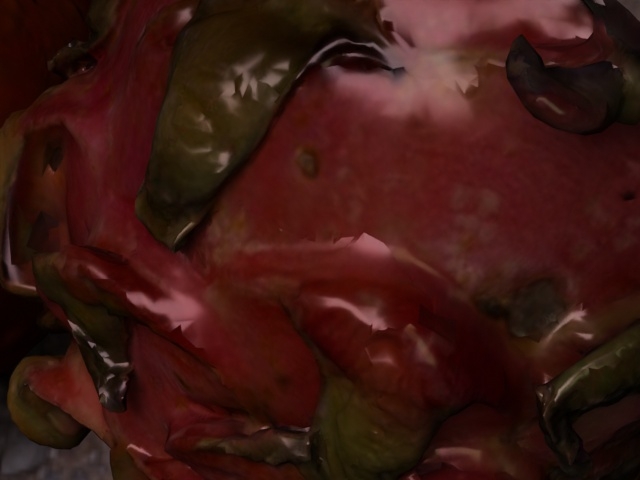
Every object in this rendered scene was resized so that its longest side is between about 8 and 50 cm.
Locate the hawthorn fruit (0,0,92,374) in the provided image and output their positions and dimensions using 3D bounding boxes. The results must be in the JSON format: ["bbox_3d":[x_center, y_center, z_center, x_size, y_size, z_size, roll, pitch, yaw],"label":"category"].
[{"bbox_3d":[-0.215,-0.038,0.788,0.275,0.275,0.299,-44,33,4],"label":"hawthorn fruit"}]

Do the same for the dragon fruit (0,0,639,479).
[{"bbox_3d":[0.000,0.000,0.687,0.263,0.314,0.296,-45,64,8],"label":"dragon fruit"}]
